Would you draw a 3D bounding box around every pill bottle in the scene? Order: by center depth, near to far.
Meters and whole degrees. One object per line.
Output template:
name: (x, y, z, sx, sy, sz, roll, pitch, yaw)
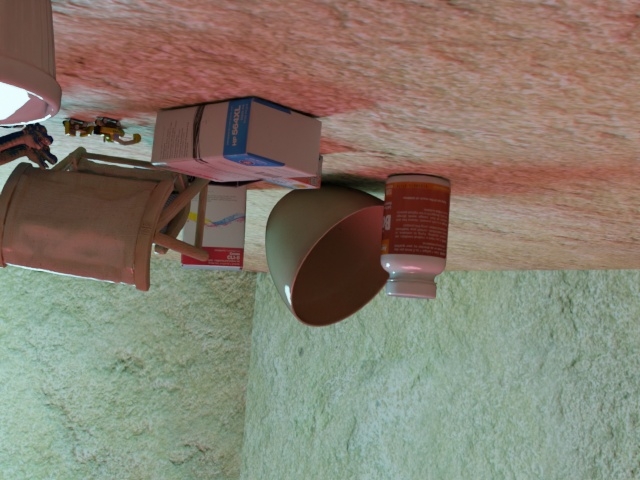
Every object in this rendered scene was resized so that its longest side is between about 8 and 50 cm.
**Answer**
pill bottle: (0.171, -0.005, 1.988, 0.121, 0.216, 0.121, 4, 173, 1)

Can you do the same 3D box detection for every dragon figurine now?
dragon figurine: (-0.526, -0.149, 1.624, 0.289, 0.085, 0.144, 19, -137, 24)

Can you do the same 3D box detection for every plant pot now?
plant pot: (0.000, 0.000, 2.139, 0.191, 0.284, 0.284, 42, -162, 34)

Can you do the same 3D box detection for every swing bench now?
swing bench: (-0.326, -0.040, 1.676, 0.253, 0.165, 0.254, 8, -169, 15)

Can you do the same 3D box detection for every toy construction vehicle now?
toy construction vehicle: (-0.343, -0.167, 1.718, 0.085, 0.035, 0.098, -2, 171, 44)

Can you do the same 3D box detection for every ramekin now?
ramekin: (-0.379, -0.199, 1.042, 0.272, 0.127, 0.273, 5, 173, 1)

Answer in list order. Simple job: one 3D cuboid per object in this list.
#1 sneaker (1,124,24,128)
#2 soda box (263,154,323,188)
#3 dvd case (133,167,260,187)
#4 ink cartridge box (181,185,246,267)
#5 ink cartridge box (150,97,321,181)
sneaker: (-0.435, -0.189, 1.501, 0.078, 0.067, 0.188, -3, -179, -21)
soda box: (-0.072, -0.127, 1.780, 0.063, 0.058, 0.183, 0, 172, 35)
dvd case: (-0.205, -0.116, 1.902, 0.179, 0.030, 0.238, 4, -173, 7)
ink cartridge box: (-0.217, -0.031, 2.227, 0.127, 0.176, 0.128, 3, 175, -5)
ink cartridge box: (-0.123, -0.140, 1.572, 0.203, 0.086, 0.148, 0, 172, 41)
